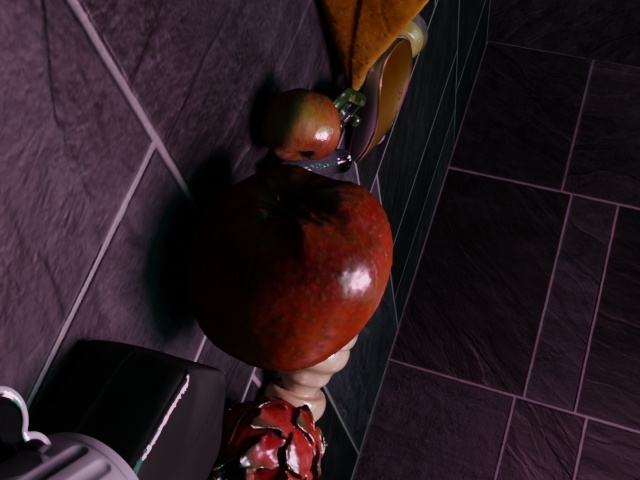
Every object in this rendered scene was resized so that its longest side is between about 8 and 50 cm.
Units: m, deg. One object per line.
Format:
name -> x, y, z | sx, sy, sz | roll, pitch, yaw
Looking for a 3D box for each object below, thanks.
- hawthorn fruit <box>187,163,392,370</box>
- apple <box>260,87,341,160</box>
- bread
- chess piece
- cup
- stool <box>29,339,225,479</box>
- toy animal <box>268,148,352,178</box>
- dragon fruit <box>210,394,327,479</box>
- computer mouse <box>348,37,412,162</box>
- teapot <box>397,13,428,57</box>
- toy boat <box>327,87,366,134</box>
hawthorn fruit -> -0.050, 0.048, 1.043 | 0.300, 0.275, 0.275 | -68, 170, 26
apple -> -0.029, -0.176, 1.172 | 0.126, 0.126, 0.102 | 31, 58, -75
bread -> 0.140, -0.423, 1.348 | 0.362, 0.244, 0.233 | 68, 40, -62
chess piece -> -0.042, 0.296, 1.524 | 0.167, 0.167, 0.300 | -10, 117, -74
cup -> -0.281, 0.256, 0.656 | 0.167, 0.221, 0.202 | -44, 171, 18
stool -> -0.207, 0.224, 0.849 | 0.232, 0.141, 0.232 | 15, 90, -75
toy animal -> -0.020, -0.113, 1.280 | 0.210, 0.117, 0.121 | -59, 164, -54
dragon fruit -> -0.100, 0.361, 1.294 | 0.274, 0.193, 0.192 | 3, 98, -50
computer mouse -> 0.129, -0.286, 1.627 | 0.158, 0.071, 0.310 | -56, 170, -32
teapot -> 0.152, -0.436, 1.637 | 0.166, 0.130, 0.119 | -46, -153, 43
toy boat -> 0.033, -0.241, 1.448 | 0.104, 0.052, 0.210 | -47, 172, 14
